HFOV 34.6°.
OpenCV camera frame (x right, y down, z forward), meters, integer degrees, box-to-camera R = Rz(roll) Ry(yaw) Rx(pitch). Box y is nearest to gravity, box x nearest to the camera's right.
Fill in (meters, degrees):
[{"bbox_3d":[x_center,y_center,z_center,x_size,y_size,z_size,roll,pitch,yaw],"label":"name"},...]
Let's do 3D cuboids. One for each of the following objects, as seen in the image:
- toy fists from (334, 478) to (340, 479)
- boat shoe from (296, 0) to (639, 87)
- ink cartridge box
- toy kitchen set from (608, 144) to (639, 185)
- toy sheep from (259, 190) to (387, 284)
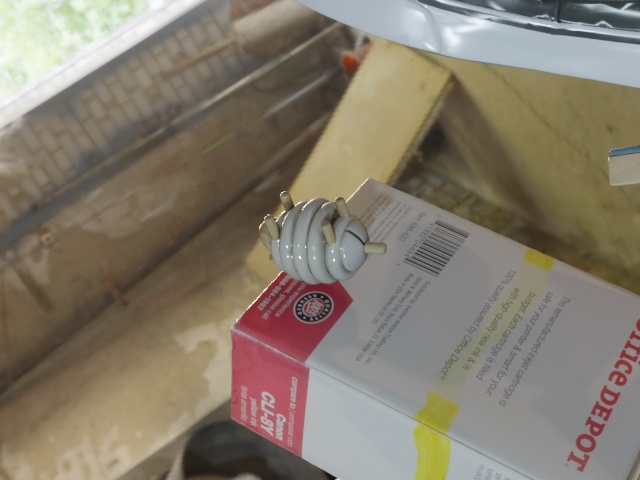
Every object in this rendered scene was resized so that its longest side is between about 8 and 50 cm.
[{"bbox_3d":[0.148,0.313,1.117,0.279,0.096,0.142,18,161,-13],"label":"toy fists"},{"bbox_3d":[0.132,-0.151,0.576,0.113,0.306,0.105,-57,-21,-65],"label":"boat shoe"},{"bbox_3d":[0.142,0.135,1.041,0.385,0.279,0.160,25,136,20],"label":"ink cartridge box"},{"bbox_3d":[0.455,-0.153,1.229,0.122,0.207,0.166,-5,89,56],"label":"toy kitchen set"},{"bbox_3d":[0.000,0.000,0.969,0.132,0.091,0.091,11,145,30],"label":"toy sheep"}]
